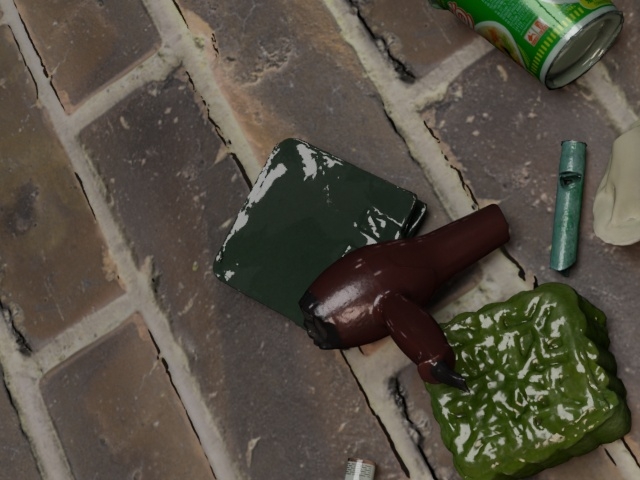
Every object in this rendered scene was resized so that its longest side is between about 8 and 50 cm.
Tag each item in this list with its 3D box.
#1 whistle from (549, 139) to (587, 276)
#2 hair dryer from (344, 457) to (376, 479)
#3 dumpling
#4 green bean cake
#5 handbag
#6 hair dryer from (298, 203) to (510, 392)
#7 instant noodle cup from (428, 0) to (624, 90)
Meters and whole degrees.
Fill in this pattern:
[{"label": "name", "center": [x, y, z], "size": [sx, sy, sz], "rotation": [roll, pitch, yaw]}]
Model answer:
[{"label": "whistle", "center": [0.338, -0.044, 1.857], "size": [0.039, 0.039, 0.186], "rotation": [2, 74, 25]}, {"label": "hair dryer", "center": [0.108, 0.381, 1.822], "size": [0.183, 0.044, 0.155], "rotation": [6, 78, 24]}, {"label": "dumpling", "center": [0.433, -0.095, 1.795], "size": [0.166, 0.126, 0.216], "rotation": [8, 90, 54]}, {"label": "green bean cake", "center": [0.267, 0.186, 1.762], "size": [0.248, 0.125, 0.222], "rotation": [-24, 64, 16]}, {"label": "handbag", "center": [0.000, 0.000, 1.978], "size": [0.260, 0.079, 0.247], "rotation": [28, 87, 29]}, {"label": "hair dryer", "center": [0.154, 0.088, 1.743], "size": [0.312, 0.123, 0.340], "rotation": [-26, 29, -9]}, {"label": "instant noodle cup", "center": [0.293, -0.337, 1.903], "size": [0.207, 0.207, 0.233], "rotation": [-43, 69, 6]}]
